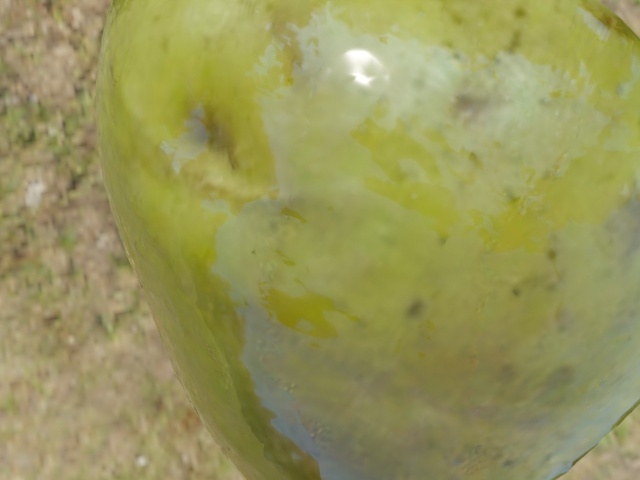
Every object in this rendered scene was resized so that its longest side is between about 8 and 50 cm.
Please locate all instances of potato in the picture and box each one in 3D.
[{"bbox_3d":[0.000,0.000,0.928,0.330,0.213,0.280,-9,137,43],"label":"potato"}]
